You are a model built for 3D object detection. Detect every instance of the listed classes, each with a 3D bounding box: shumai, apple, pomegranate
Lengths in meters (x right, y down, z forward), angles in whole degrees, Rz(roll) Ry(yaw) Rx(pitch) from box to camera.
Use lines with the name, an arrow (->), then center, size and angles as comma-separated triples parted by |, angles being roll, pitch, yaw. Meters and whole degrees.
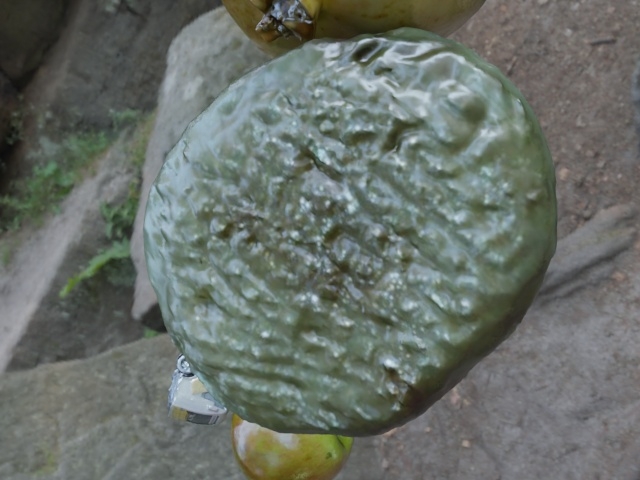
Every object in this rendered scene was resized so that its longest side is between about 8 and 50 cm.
shumai -> 0.051, -0.020, 0.770 | 0.397, 0.324, 0.323 | -41, -6, 23
apple -> -0.047, 0.375, 1.505 | 0.226, 0.246, 0.246 | -21, 49, 21
pomegranate -> 0.024, -0.300, 0.762 | 0.319, 0.319, 0.319 | -40, 40, 44

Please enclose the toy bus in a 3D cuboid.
toy bus -> -0.209, 0.213, 1.586 | 0.097, 0.138, 0.343 | 120, 169, -56
